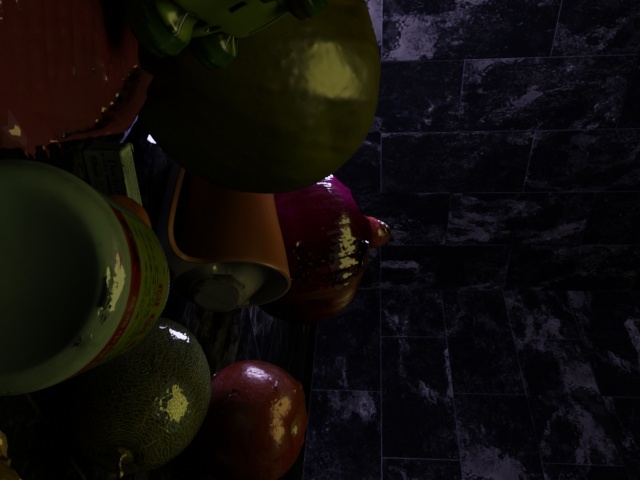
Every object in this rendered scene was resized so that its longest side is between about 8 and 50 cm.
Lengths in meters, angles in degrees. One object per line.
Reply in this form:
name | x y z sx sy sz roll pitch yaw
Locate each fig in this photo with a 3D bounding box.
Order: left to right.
fig | -0.093 -0.212 0.761 0.343 0.343 0.343 0 90 -85

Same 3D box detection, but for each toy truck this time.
toy truck | -0.094 -0.263 0.511 0.187 0.148 0.210 18 51 -69

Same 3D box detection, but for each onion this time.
onion | 0.000 0.000 1.275 0.348 0.385 0.347 19 -67 54

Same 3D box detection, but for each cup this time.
cup | -0.157 -0.029 0.916 0.226 0.182 0.264 30 47 -47

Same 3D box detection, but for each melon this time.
melon | -0.184 0.159 0.602 0.192 0.139 0.139 -91 178 -60

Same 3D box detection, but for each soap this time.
soap | -0.220 -0.149 0.408 0.289 0.112 0.182 -66 150 -74

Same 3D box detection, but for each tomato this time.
tomato | -0.124 0.304 0.982 0.208 0.184 0.208 2 90 -73

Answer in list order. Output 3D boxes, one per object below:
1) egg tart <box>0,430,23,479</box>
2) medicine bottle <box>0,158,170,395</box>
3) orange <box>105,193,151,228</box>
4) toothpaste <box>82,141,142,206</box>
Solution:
egg tart | -0.226 0.206 0.300 0.295 0.116 0.294 1 90 -86
medicine bottle | -0.189 0.029 0.432 0.225 0.139 0.139 141 -50 -82
orange | -0.214 -0.006 0.604 0.083 0.083 0.083 0 90 -85
toothpaste | -0.225 -0.028 0.662 0.034 0.046 0.164 -75 164 -62
